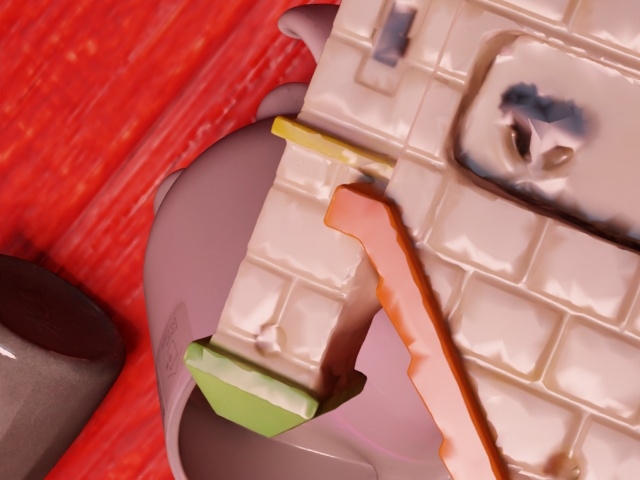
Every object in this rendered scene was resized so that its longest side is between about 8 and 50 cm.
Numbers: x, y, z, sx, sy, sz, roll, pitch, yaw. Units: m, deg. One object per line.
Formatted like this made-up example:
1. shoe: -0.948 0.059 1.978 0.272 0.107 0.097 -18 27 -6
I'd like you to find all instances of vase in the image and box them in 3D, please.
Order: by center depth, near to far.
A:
1. vase: -0.172 0.114 0.815 0.086 0.086 0.214 38 109 16

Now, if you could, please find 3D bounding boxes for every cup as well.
1. cup: -0.010 0.007 0.690 0.134 0.173 0.142 -26 42 9

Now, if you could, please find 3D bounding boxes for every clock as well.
1. clock: 0.104 -0.024 0.534 0.220 0.106 0.255 24 99 14
